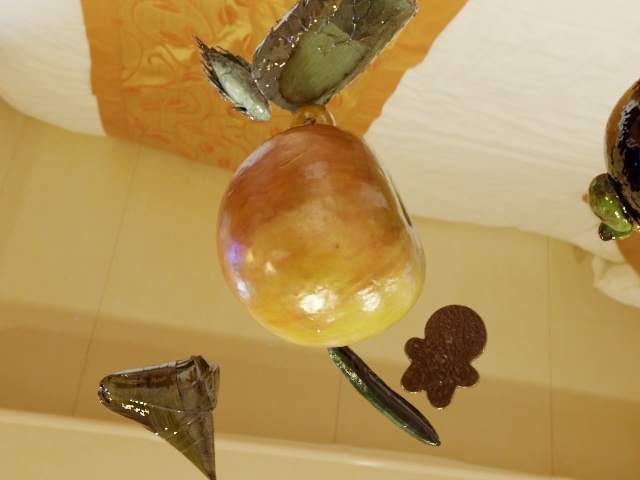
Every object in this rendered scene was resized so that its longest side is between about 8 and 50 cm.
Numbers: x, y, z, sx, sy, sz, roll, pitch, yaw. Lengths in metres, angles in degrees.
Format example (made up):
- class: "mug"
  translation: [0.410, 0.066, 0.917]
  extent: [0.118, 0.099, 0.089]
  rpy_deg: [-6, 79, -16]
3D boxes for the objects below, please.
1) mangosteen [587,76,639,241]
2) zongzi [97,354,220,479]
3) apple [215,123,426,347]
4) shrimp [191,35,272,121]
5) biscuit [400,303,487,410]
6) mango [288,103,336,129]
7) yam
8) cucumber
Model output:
- class: "mangosteen"
  translation: [0.389, -0.073, 0.538]
  extent: [0.216, 0.216, 0.216]
  rpy_deg: [7, 160, 2]
- class: "zongzi"
  translation: [-0.378, 0.446, 1.293]
  extent: [0.285, 0.300, 0.138]
  rpy_deg: [-12, 164, 3]
- class: "apple"
  translation: [0.000, 0.000, 0.695]
  extent: [0.233, 0.286, 0.286]
  rpy_deg: [-25, 151, 12]
- class: "shrimp"
  translation: [-0.174, -0.324, 1.056]
  extent: [0.233, 0.090, 0.079]
  rpy_deg: [48, 169, 6]
- class: "biscuit"
  translation: [0.278, 0.253, 1.198]
  extent: [0.179, 0.236, 0.039]
  rpy_deg: [28, 170, 25]
- class: "mango"
  translation: [-0.019, -0.142, 0.825]
  extent: [0.066, 0.101, 0.187]
  rpy_deg: [29, 157, 2]
- class: "yam"
  translation: [0.023, -0.304, 0.779]
  extent: [0.153, 0.154, 0.254]
  rpy_deg: [20, 141, -32]
- class: "cucumber"
  translation: [0.116, 0.295, 1.042]
  extent: [0.284, 0.056, 0.056]
  rpy_deg: [42, 164, 12]
